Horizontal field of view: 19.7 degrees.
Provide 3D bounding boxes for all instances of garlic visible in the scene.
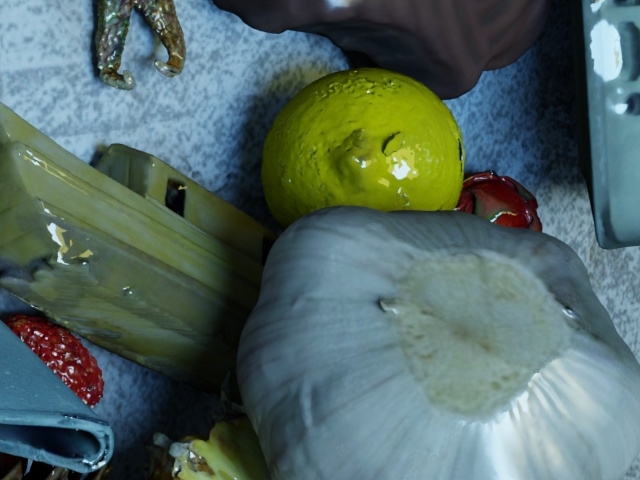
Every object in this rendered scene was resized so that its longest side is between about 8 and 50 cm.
[{"bbox_3d":[0.087,0.114,1.404,0.317,0.317,0.259,-41,160,-34],"label":"garlic"}]

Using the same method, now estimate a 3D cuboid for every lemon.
[{"bbox_3d":[0.036,-0.062,1.555,0.173,0.206,0.174,0,86,-4],"label":"lemon"}]

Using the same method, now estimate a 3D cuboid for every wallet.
[{"bbox_3d":[-0.302,0.059,1.223,0.290,0.251,0.054,23,99,-44],"label":"wallet"}]

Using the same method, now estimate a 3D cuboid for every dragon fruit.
[{"bbox_3d":[0.143,-0.003,1.743,0.142,0.130,0.121,-56,161,-26],"label":"dragon fruit"}]

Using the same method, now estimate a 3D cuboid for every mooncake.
[{"bbox_3d":[0.061,-0.267,1.591,0.334,0.174,0.326,-48,127,-31],"label":"mooncake"}]

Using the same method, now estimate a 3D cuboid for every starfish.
[{"bbox_3d":[-0.163,-0.227,1.473,0.150,0.053,0.210,-40,117,-48],"label":"starfish"}]

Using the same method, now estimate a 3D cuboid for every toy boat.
[{"bbox_3d":[-0.116,0.013,1.472,0.445,0.136,0.162,30,48,-42],"label":"toy boat"}]

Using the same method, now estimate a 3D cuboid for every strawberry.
[{"bbox_3d":[-0.217,0.099,1.426,0.083,0.083,0.096,-50,119,-28],"label":"strawberry"}]

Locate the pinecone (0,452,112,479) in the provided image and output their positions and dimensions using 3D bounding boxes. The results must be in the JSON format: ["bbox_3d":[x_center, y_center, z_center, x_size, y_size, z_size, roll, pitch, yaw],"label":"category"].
[{"bbox_3d":[-0.248,0.202,1.336,0.207,0.207,0.208,-6,98,-44],"label":"pinecone"}]

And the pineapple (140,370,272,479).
[{"bbox_3d":[-0.121,0.264,1.491,0.344,0.286,0.209,6,51,-54],"label":"pineapple"}]

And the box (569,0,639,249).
[{"bbox_3d":[0.306,-0.214,1.764,0.396,0.111,0.396,-37,123,-72],"label":"box"}]
